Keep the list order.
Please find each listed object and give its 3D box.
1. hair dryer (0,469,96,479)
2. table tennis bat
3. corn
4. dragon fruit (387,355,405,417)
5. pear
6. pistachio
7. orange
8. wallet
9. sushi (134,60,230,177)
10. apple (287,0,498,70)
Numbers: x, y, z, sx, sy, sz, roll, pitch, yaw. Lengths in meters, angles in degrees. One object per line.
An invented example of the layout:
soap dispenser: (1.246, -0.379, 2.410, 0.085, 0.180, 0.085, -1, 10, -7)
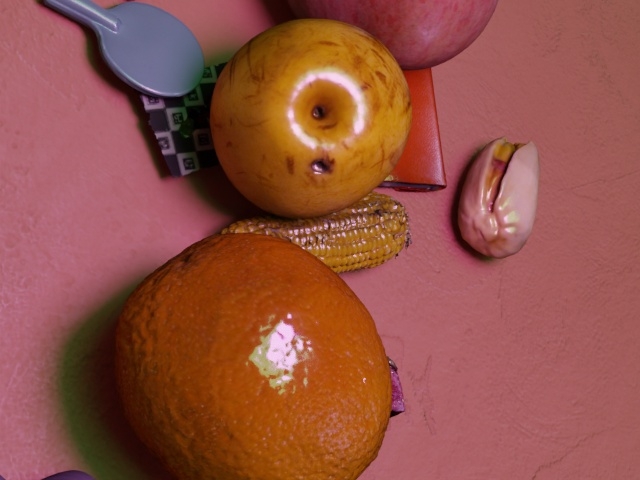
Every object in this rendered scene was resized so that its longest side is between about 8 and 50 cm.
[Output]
hair dryer: (-0.429, 0.281, 1.529, 0.361, 0.121, 0.301, 41, 31, 2)
table tennis bat: (-0.262, -0.275, 1.844, 0.237, 0.038, 0.149, 28, 50, -17)
corn: (0.000, 0.000, 1.911, 0.317, 0.115, 0.115, -13, 83, -36)
dragon fruit: (0.048, 0.192, 1.891, 0.147, 0.102, 0.096, 10, 77, -41)
pear: (-0.012, -0.160, 1.811, 0.280, 0.280, 0.281, 11, 70, -31)
pistachio: (0.275, -0.064, 2.115, 0.145, 0.117, 0.201, 65, 32, -50)
orange: (-0.079, 0.170, 1.681, 0.322, 0.322, 0.357, -40, 101, -35)
wallet: (0.120, -0.177, 2.081, 0.142, 0.045, 0.204, 2, 75, -34)
sushi: (-0.161, -0.166, 1.899, 0.201, 0.031, 0.139, -19, 88, -39)
apple: (0.098, -0.377, 1.962, 0.344, 0.344, 0.269, -23, 124, -36)
